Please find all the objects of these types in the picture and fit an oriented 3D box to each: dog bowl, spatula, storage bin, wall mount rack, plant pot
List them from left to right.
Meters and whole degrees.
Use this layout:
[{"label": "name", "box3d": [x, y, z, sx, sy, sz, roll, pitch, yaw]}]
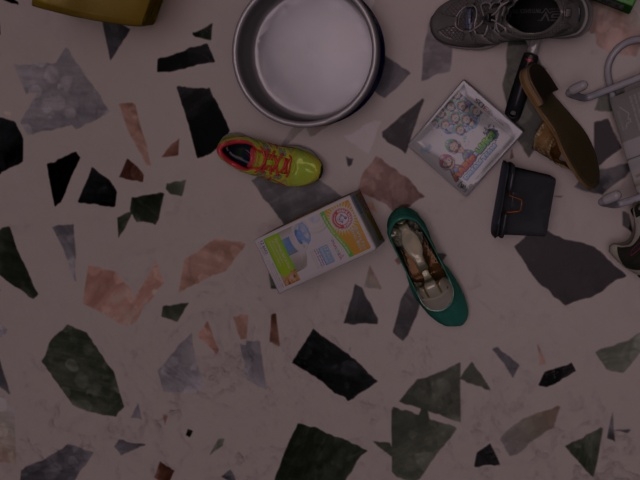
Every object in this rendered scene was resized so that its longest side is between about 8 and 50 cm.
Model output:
[{"label": "plant pot", "box3d": [-0.374, -0.490, 1.847, 0.187, 0.212, 0.212, 22, 102, -4]}, {"label": "dog bowl", "box3d": [-0.019, -0.335, 1.834, 0.264, 0.104, 0.265, 2, 98, 12]}, {"label": "storage bin", "box3d": [0.359, -0.067, 1.801, 0.091, 0.098, 0.135, 7, 100, 1]}, {"label": "spatula", "box3d": [0.375, -0.348, 1.783, 0.084, 0.030, 0.297, 19, 102, 10]}, {"label": "wall mount rack", "box3d": [0.572, -0.197, 1.648, 0.304, 0.130, 0.350, -21, 75, 33]}]

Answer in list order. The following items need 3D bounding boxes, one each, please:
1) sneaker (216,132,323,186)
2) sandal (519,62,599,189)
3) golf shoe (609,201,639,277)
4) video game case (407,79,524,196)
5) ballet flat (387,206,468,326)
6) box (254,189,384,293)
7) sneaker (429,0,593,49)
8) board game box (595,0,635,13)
[{"label": "sneaker", "box3d": [-0.099, -0.144, 1.885, 0.208, 0.094, 0.082, 13, 99, 9]}, {"label": "sandal", "box3d": [0.399, -0.189, 1.788, 0.079, 0.088, 0.240, -24, 98, 48]}, {"label": "golf shoe", "box3d": [0.599, -0.060, 1.742, 0.120, 0.105, 0.273, 28, 103, 14]}, {"label": "video game case", "box3d": [0.259, -0.183, 1.832, 0.143, 0.019, 0.157, 42, 110, 4]}, {"label": "ballet flat", "box3d": [0.188, 0.056, 1.854, 0.083, 0.087, 0.247, -27, 92, 14]}, {"label": "box", "box3d": [0.000, 0.000, 1.879, 0.203, 0.103, 0.114, -24, 93, 15]}, {"label": "sneaker", "box3d": [0.309, -0.386, 1.730, 0.281, 0.115, 0.105, -1, 94, 30]}, {"label": "board game box", "box3d": [0.466, -0.570, 1.693, 0.242, 0.064, 0.317, 23, 95, 8]}]
